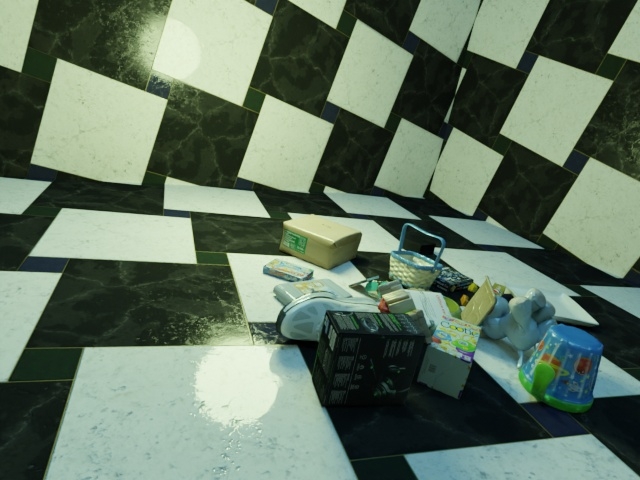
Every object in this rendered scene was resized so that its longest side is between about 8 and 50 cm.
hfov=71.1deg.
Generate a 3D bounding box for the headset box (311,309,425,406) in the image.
[{"bbox_3d":[0.143,0.341,1.302,0.283,0.246,0.131,5,20,-16],"label":"headset box"}]

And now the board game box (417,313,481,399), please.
[{"bbox_3d":[0.442,0.382,1.517,0.142,0.144,0.275,19,21,20],"label":"board game box"}]

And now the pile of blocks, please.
[{"bbox_3d":[0.269,0.257,1.544,0.113,0.148,0.362,-18,18,-1],"label":"pile of blocks"}]

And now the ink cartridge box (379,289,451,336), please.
[{"bbox_3d":[0.373,0.286,1.738,0.238,0.100,0.171,7,42,-18],"label":"ink cartridge box"}]

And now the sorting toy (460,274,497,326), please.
[{"bbox_3d":[0.649,0.261,1.848,0.041,0.229,0.307,25,22,2],"label":"sorting toy"}]

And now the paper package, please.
[{"bbox_3d":[0.000,0.000,2.365,0.325,0.168,0.310,22,21,27],"label":"paper package"}]

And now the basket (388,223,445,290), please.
[{"bbox_3d":[0.464,0.085,2.180,0.201,0.288,0.255,-2,24,-35],"label":"basket"}]

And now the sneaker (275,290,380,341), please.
[{"bbox_3d":[0.089,0.298,1.524,0.448,0.169,0.257,2,18,-32],"label":"sneaker"}]

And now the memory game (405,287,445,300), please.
[{"bbox_3d":[0.467,0.255,1.997,0.186,0.012,0.186,11,17,-3],"label":"memory game"}]

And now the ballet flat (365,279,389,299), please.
[{"bbox_3d":[0.277,0.219,1.937,0.077,0.091,0.241,21,-2,-20],"label":"ballet flat"}]

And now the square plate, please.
[{"bbox_3d":[1.132,0.322,2.243,0.344,0.049,0.347,10,18,-1],"label":"square plate"}]

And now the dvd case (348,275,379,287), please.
[{"bbox_3d":[0.197,0.188,2.050,0.087,0.013,0.120,-9,-10,-46],"label":"dvd case"}]

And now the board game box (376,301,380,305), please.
[{"bbox_3d":[0.345,0.303,1.862,0.212,0.039,0.160,-1,21,-27],"label":"board game box"}]

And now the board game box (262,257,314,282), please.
[{"bbox_3d":[-0.147,0.142,2.065,0.201,0.035,0.136,16,19,15],"label":"board game box"}]

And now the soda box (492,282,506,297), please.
[{"bbox_3d":[0.876,0.269,2.237,0.061,0.058,0.181,20,20,25],"label":"soda box"}]

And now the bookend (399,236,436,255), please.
[{"bbox_3d":[0.598,0.030,2.767,0.156,0.072,0.157,-5,23,-42],"label":"bookend"}]

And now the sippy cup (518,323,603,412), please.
[{"bbox_3d":[0.825,0.415,1.513,0.240,0.223,0.305,15,18,11],"label":"sippy cup"}]

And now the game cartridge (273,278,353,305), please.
[{"bbox_3d":[-0.021,0.229,1.854,0.297,0.062,0.198,-3,19,-37],"label":"game cartridge"}]

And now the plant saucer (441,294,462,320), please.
[{"bbox_3d":[0.525,0.290,2.007,0.241,0.037,0.241,9,19,-3],"label":"plant saucer"}]

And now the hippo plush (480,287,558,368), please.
[{"bbox_3d":[0.775,0.331,1.789,0.235,0.293,0.237,3,-3,-27],"label":"hippo plush"}]

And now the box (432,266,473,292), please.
[{"bbox_3d":[0.658,0.201,2.324,0.220,0.051,0.175,-5,24,-40],"label":"box"}]
